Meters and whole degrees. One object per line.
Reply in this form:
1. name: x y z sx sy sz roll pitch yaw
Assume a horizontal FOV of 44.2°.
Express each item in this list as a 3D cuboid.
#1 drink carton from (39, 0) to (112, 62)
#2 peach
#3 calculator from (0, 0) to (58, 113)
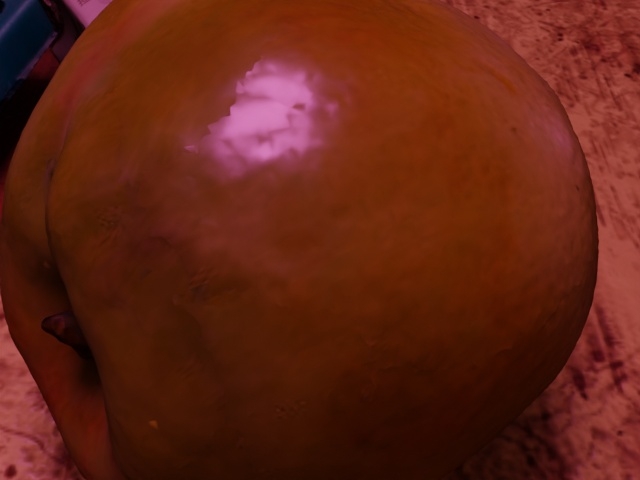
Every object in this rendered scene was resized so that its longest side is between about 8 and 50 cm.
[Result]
1. drink carton: -0.112 -0.172 0.710 0.194 0.132 0.324 -26 53 -22
2. peach: -0.006 0.006 0.444 0.315 0.314 0.281 -3 25 -29
3. calculator: -0.386 -0.125 0.671 0.274 0.058 0.248 2 49 20
